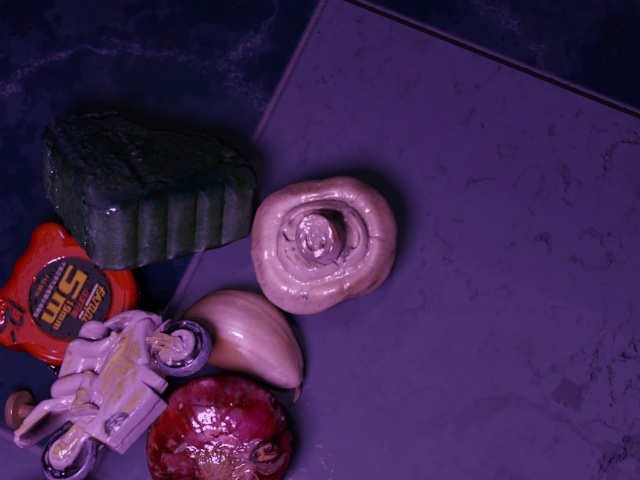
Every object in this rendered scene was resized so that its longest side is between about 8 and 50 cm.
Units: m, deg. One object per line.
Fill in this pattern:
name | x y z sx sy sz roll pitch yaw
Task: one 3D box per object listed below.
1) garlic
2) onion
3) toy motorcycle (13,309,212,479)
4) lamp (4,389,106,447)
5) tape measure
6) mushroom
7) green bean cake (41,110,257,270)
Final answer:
garlic | -0.130 0.175 1.829 0.244 0.145 0.164 25 111 7
onion | -0.165 0.335 1.746 0.246 0.190 0.246 1 103 4
toy motorcycle | -0.344 0.225 1.703 0.341 0.108 0.223 -46 57 -9
lamp | -0.423 0.296 1.807 0.214 0.121 0.121 2 76 17
tape measure | -0.438 0.113 1.853 0.260 0.114 0.253 26 79 5
mushroom | 0.000 0.000 1.797 0.253 0.234 0.260 25 79 12
green bean cake | -0.299 -0.096 1.839 0.307 0.169 0.300 -13 40 -28
